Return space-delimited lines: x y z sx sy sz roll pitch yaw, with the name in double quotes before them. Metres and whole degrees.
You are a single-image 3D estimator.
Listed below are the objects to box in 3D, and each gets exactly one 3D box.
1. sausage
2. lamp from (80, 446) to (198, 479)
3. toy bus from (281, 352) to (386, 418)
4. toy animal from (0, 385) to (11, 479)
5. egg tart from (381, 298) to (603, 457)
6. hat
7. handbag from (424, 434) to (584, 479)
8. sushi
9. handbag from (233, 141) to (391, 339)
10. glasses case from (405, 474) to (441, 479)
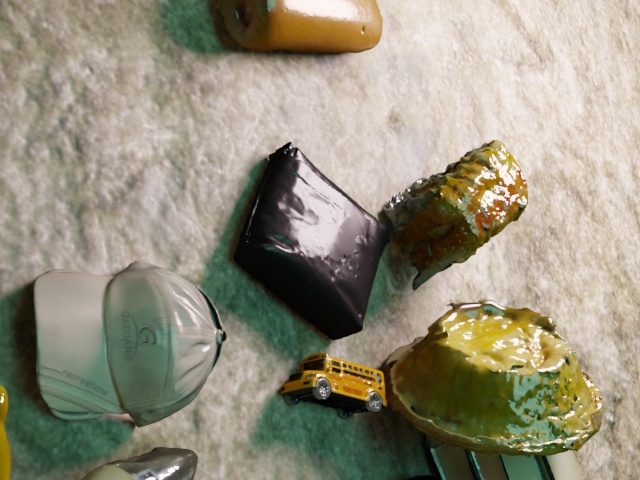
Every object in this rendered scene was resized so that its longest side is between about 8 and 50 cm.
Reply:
"sausage" -0.007 -0.358 1.970 0.354 0.116 0.134 -11 74 -51
"lamp" -0.232 0.308 1.510 0.250 0.101 0.101 -23 93 -49
"toy bus" 0.020 0.208 1.822 0.162 0.069 0.074 21 61 -41
"toy animal" -0.427 0.224 1.315 0.230 0.156 0.156 8 70 -40
"egg tart" 0.262 0.196 1.893 0.345 0.345 0.132 -26 132 -47
"hat" -0.239 0.110 1.550 0.226 0.164 0.219 25 55 -63
"handbag" 0.336 0.427 2.004 0.237 0.160 0.358 -18 89 -54
"sushi" 0.214 -0.048 2.033 0.274 0.184 0.139 -37 98 -41
"handbag" 0.000 0.000 1.868 0.247 0.080 0.223 41 50 -29
"glasses case" 0.176 0.504 1.871 0.122 0.075 0.314 -9 82 -45
